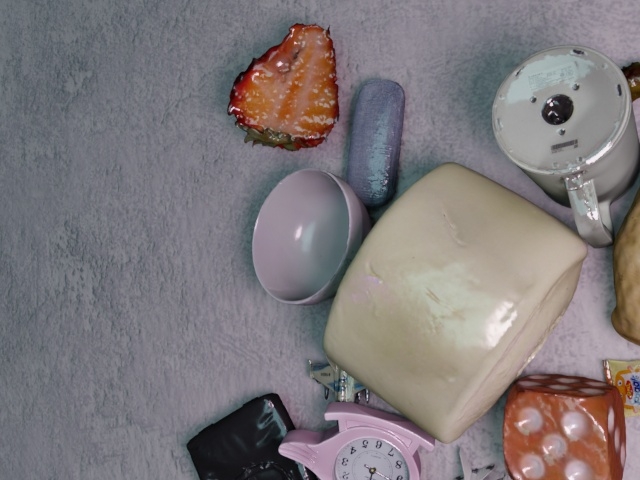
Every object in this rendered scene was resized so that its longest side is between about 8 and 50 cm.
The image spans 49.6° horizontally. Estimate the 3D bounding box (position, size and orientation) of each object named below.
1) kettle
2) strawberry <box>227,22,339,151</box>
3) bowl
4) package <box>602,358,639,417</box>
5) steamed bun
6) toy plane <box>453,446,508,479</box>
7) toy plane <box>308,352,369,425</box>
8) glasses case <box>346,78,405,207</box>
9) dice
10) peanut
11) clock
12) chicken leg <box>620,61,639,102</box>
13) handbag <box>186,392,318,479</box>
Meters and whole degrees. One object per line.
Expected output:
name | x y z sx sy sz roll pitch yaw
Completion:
kettle | 0.445 -0.152 1.166 0.205 0.318 0.265 -44 65 14
strawberry | -0.079 -0.333 1.585 0.253 0.150 0.280 -4 79 8
bowl | 0.000 0.000 1.473 0.287 0.143 0.287 -12 72 42
package | 0.565 0.258 1.213 0.120 0.031 0.108 -11 80 29
steamed bun | 0.222 0.103 1.252 0.371 0.290 0.456 34 98 21
toy plane | 0.270 0.485 1.262 0.160 0.234 0.082 -31 107 27
toy plane | 0.055 0.326 1.462 0.192 0.088 0.262 -3 92 34
glasses case | 0.119 -0.211 1.500 0.109 0.067 0.283 5 84 26
dice | 0.421 0.329 1.193 0.174 0.174 0.179 -5 87 34
peanut | 0.604 -0.003 1.153 0.192 0.169 0.387 26 100 25
clock | 0.053 0.465 1.386 0.290 0.080 0.276 18 95 8
chicken leg | 0.679 -0.289 1.159 0.211 0.140 0.361 -37 37 -21
handbag | -0.152 0.497 1.546 0.275 0.088 0.244 -33 71 18
